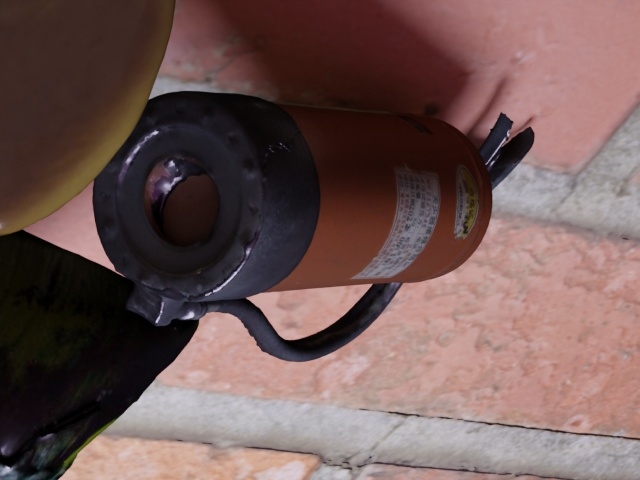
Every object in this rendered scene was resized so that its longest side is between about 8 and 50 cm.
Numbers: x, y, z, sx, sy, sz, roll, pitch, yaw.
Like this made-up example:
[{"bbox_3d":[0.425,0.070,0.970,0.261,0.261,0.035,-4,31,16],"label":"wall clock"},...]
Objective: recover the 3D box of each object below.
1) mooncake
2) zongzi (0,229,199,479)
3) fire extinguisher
[{"bbox_3d":[-0.183,-0.130,0.782,0.235,0.117,0.234,-12,116,-27],"label":"mooncake"},{"bbox_3d":[-0.285,0.156,0.895,0.319,0.362,0.383,27,120,-25],"label":"zongzi"},{"bbox_3d":[-0.004,-0.010,0.996,0.200,0.113,0.376,-36,164,28],"label":"fire extinguisher"}]
